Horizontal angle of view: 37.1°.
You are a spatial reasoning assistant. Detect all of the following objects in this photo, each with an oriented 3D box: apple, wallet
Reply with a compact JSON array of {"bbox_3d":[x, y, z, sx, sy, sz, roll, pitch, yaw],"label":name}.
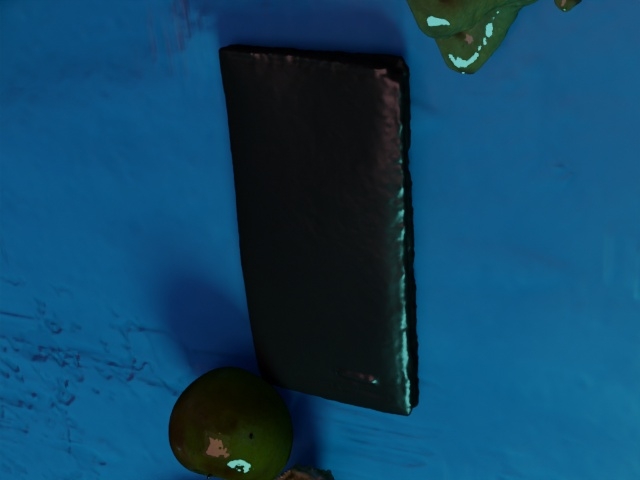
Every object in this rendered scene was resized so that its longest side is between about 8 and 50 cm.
[{"bbox_3d":[-0.061,0.132,0.665,0.089,0.074,0.089,23,155,12],"label":"apple"},{"bbox_3d":[0.000,0.000,0.597,0.124,0.025,0.244,10,122,26],"label":"wallet"}]

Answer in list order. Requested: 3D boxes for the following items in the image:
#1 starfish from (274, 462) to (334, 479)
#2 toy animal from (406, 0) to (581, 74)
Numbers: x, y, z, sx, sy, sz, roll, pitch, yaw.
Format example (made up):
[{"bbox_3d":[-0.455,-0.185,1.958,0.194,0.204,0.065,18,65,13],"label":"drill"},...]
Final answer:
[{"bbox_3d":[-0.017,0.244,0.718,0.216,0.071,0.238,18,133,12],"label":"starfish"},{"bbox_3d":[0.061,-0.188,0.434,0.101,0.103,0.218,-23,102,15],"label":"toy animal"}]
